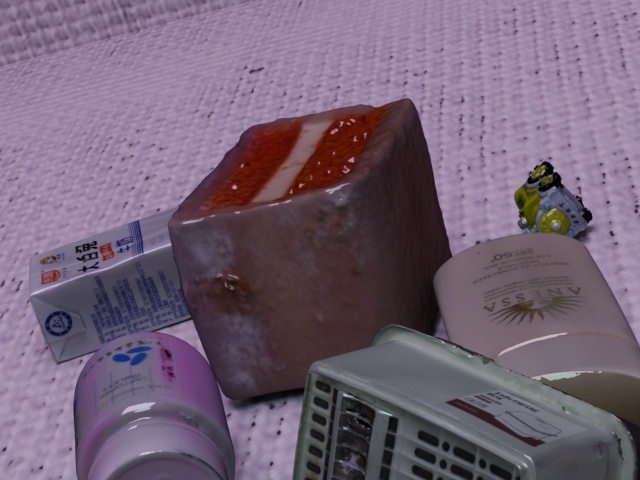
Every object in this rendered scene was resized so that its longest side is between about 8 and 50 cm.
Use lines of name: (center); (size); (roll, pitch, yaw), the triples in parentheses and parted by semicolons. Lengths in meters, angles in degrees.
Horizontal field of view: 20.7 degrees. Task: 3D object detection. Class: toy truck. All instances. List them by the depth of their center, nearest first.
toy truck: (0.259, -0.034, 2.006); (0.077, 0.076, 0.111); (-40, 18, 9)

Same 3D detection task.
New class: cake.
cake: (0.000, 0.000, 1.904); (0.237, 0.230, 0.309); (-7, 24, 20)

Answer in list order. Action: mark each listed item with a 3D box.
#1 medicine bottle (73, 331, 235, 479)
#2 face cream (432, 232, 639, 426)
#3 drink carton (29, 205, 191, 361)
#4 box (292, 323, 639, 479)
medicine bottle: (-0.159, 0.198, 1.662); (0.152, 0.152, 0.254); (-18, 21, -1)
face cream: (0.214, 0.094, 1.715); (0.173, 0.081, 0.348); (-11, 22, 1)
drink carton: (-0.196, 0.033, 2.132); (0.315, 0.107, 0.130); (-18, 21, -1)
box: (0.114, 0.200, 1.345); (0.166, 0.221, 0.290); (-3, 17, -40)
